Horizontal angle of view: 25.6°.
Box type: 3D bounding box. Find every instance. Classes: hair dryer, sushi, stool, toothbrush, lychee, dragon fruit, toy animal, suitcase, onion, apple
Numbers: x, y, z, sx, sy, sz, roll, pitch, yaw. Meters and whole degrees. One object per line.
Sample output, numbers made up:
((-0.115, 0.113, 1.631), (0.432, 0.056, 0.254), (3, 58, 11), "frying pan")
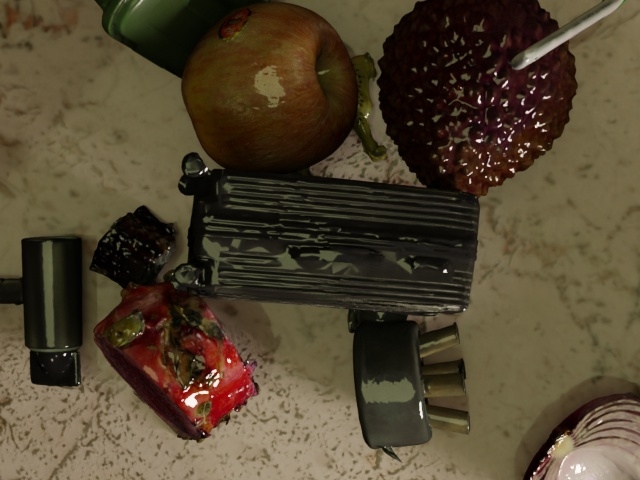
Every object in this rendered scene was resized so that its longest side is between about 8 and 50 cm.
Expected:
((-0.431, 0.092, 1.854), (0.248, 0.078, 0.196), (1, 93, 15), "hair dryer")
((-0.241, 0.017, 1.820), (0.084, 0.098, 0.094), (35, 114, 7), "sushi")
((0.108, 0.154, 1.751), (0.139, 0.153, 0.228), (-7, 92, 6), "stool")
((0.346, -0.293, 1.639), (0.418, 0.042, 0.040), (-34, 91, -36), "toothbrush")
((0.179, -0.167, 1.664), (0.271, 0.271, 0.271), (0, 93, 6), "lychee")
((-0.170, 0.142, 1.765), (0.211, 0.282, 0.147), (32, 71, 35), "dragon fruit")
((0.001, -0.147, 1.799), (0.181, 0.073, 0.136), (-21, 82, 18), "toy animal")
((0.000, 0.000, 1.617), (0.335, 0.229, 0.152), (5, 86, -7), "suitcase")
((0.387, 0.335, 1.749), (0.227, 0.120, 0.283), (-42, 85, 4), "onion")
((-0.061, -0.178, 1.677), (0.188, 0.211, 0.211), (-9, 92, 28), "apple")

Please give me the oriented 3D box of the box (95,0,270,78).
((-0.167, -0.354, 1.678), (0.253, 0.328, 0.178), (-45, 79, 5), "box")
